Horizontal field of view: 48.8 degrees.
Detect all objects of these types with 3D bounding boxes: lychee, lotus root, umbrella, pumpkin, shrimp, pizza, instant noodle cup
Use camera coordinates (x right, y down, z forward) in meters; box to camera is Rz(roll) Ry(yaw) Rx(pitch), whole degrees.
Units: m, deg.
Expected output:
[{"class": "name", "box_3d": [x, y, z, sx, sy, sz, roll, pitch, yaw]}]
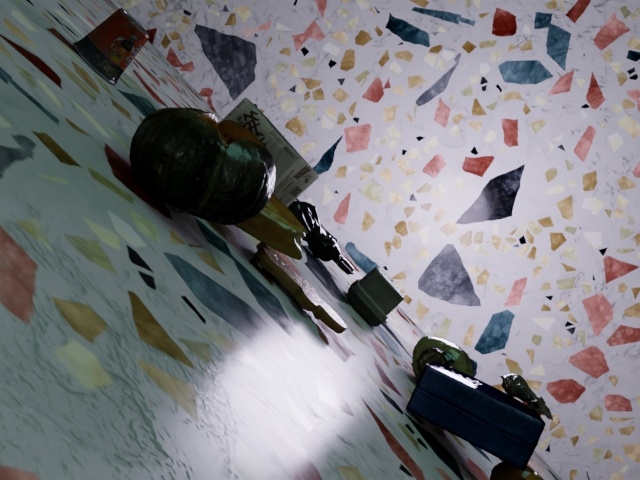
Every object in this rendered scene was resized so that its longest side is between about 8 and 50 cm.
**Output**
[{"class": "lychee", "box_3d": [0.410, 0.513, 1.449, 0.140, 0.101, 0.114, 23, -17, 51]}, {"class": "lotus root", "box_3d": [0.335, 0.357, 1.953, 0.173, 0.173, 0.309, 49, -3, 26]}, {"class": "umbrella", "box_3d": [0.000, 0.000, 2.186, 0.340, 0.118, 0.118, 44, 5, -34]}, {"class": "pumpkin", "box_3d": [-0.183, -0.113, 1.103, 0.237, 0.159, 0.238, 26, 17, -9]}, {"class": "shrimp", "box_3d": [0.427, 0.323, 1.463, 0.126, 0.047, 0.223, 43, 4, 30]}, {"class": "pizza", "box_3d": [-0.172, -0.082, 1.336, 0.268, 0.087, 0.258, 30, 8, -36]}, {"class": "instant noodle cup", "box_3d": [-0.456, -0.437, 1.568, 0.127, 0.135, 0.127, 46, 6, -6]}]

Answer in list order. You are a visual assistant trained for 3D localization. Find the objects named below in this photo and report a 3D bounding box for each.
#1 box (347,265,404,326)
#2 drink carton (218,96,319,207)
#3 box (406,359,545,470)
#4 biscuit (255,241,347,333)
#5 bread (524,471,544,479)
[{"class": "box", "box_3d": [0.164, 0.164, 2.105, 0.148, 0.129, 0.210, 48, 4, 1]}, {"class": "drink carton", "box_3d": [-0.180, -0.236, 2.013, 0.324, 0.194, 0.132, 50, 7, 33]}, {"class": "box", "box_3d": [0.336, 0.365, 1.531, 0.261, 0.116, 0.279, 24, -2, 15]}, {"class": "biscuit", "box_3d": [-0.042, 0.097, 1.375, 0.240, 0.035, 0.158, 46, 7, -4]}, {"class": "bread", "box_3d": [0.374, 0.488, 1.125, 0.270, 0.142, 0.195, 46, 2, -32]}]
